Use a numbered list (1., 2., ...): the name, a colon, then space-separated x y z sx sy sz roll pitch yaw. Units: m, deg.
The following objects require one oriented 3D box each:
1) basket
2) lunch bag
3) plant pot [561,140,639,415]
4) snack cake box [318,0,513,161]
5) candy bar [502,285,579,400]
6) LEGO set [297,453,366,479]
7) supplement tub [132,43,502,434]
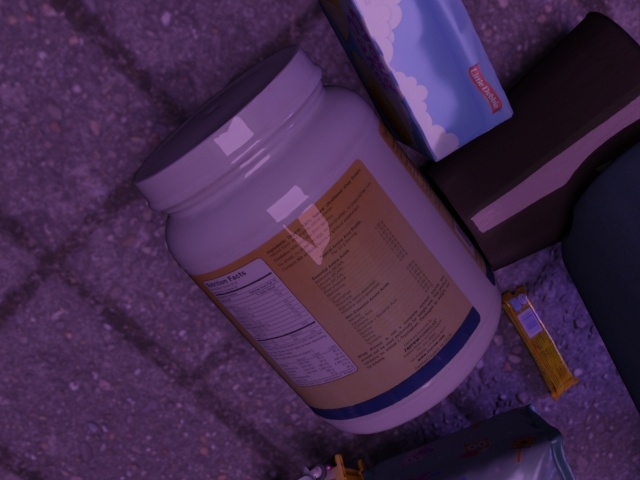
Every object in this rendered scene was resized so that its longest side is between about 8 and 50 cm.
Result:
1. basket: 0.234 -0.084 0.833 0.226 0.154 0.204 -33 96 4
2. lunch bag: 0.191 0.344 0.877 0.223 0.160 0.262 -23 97 0
3. plant pot: 0.399 0.077 0.702 0.340 0.334 0.341 -13 141 -11
4. snack cake box: 0.063 -0.216 0.757 0.089 0.152 0.264 -31 109 0
5. candy bar: 0.259 0.122 0.963 0.040 0.018 0.162 -34 109 -3
6. LEGO set: 0.018 0.338 0.938 0.107 0.132 0.287 -21 133 13
7. supplement tub: 0.000 0.000 0.768 0.228 0.228 0.316 -39 109 2
